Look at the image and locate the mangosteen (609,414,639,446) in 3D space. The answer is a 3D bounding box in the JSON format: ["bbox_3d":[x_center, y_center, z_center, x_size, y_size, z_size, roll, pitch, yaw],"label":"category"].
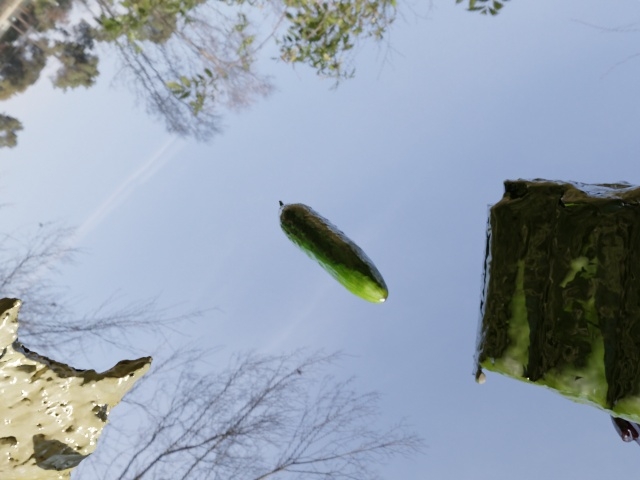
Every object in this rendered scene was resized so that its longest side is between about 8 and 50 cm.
[{"bbox_3d":[0.540,0.103,0.612,0.435,0.382,0.382,-31,-135,20],"label":"mangosteen"}]

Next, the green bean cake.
[{"bbox_3d":[0.263,0.045,0.357,0.250,0.247,0.156,6,-92,47],"label":"green bean cake"}]

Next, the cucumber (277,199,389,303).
[{"bbox_3d":[0.000,0.000,0.645,0.056,0.056,0.250,-51,-137,0],"label":"cucumber"}]

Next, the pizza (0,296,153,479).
[{"bbox_3d":[-0.212,0.114,0.325,0.262,0.181,0.034,-24,-143,20],"label":"pizza"}]
